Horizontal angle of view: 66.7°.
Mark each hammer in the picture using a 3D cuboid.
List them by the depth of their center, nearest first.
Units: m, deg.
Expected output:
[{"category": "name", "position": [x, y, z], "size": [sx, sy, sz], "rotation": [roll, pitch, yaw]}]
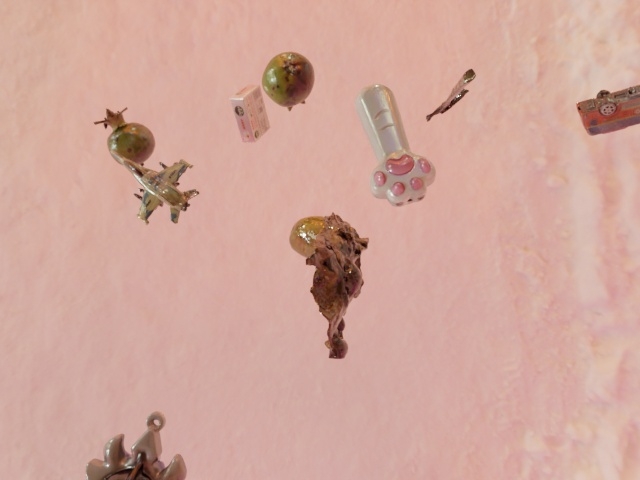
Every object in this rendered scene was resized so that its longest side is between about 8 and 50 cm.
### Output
[{"category": "hammer", "position": [0.318, -0.347, 1.152], "size": [0.125, 0.297, 0.027], "rotation": [-38, 89, 6]}]

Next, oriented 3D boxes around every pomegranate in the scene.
[{"category": "pomegranate", "position": [-0.081, -0.455, 1.424], "size": [0.156, 0.220, 0.157], "rotation": [-5, 75, 18]}, {"category": "pomegranate", "position": [-0.580, -0.302, 1.455], "size": [0.148, 0.148, 0.169], "rotation": [-44, 97, -11]}]

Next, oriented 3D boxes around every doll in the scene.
[{"category": "doll", "position": [-0.171, 0.246, 0.427], "size": [0.095, 0.070, 0.195], "rotation": [16, 89, 7]}]

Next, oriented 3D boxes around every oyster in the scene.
[{"category": "oyster", "position": [0.045, 0.075, 1.007], "size": [0.096, 0.361, 0.222], "rotation": [3, 111, 9]}]

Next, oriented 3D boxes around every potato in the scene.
[{"category": "potato", "position": [0.000, 0.000, 1.334], "size": [0.175, 0.137, 0.137], "rotation": [30, 77, 26]}]

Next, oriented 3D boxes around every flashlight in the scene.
[{"category": "flashlight", "position": [0.099, -0.144, 0.697], "size": [0.093, 0.047, 0.201], "rotation": [-15, 67, 3]}]

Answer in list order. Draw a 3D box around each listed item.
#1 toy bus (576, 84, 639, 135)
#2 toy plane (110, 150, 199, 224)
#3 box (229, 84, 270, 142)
[{"category": "toy bus", "position": [0.614, -0.265, 0.953], "size": [0.192, 0.077, 0.065], "rotation": [-13, 35, 28]}, {"category": "toy plane", "position": [-0.435, -0.154, 1.250], "size": [0.261, 0.088, 0.192], "rotation": [35, 83, 19]}, {"category": "box", "position": [-0.181, -0.330, 1.266], "size": [0.043, 0.125, 0.089], "rotation": [8, 40, 25]}]
